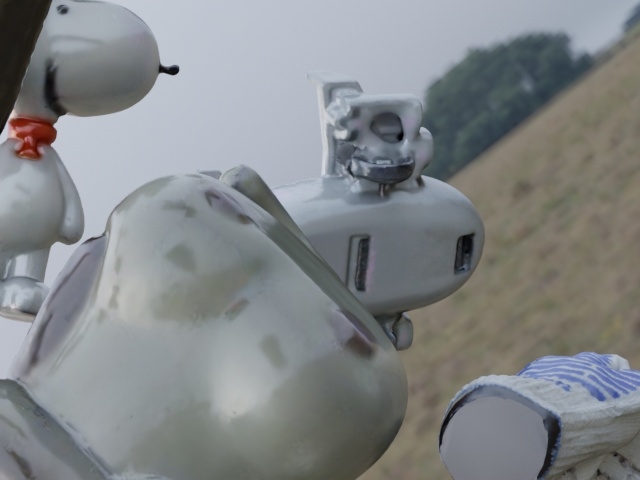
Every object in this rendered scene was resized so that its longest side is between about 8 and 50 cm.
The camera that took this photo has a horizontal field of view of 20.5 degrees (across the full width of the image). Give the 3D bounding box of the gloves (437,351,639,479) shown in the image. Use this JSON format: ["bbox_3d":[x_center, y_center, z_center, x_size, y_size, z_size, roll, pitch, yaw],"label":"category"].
[{"bbox_3d":[0.153,0.110,1.027,0.119,0.097,0.229,-39,-32,26],"label":"gloves"}]

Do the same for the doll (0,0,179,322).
[{"bbox_3d":[-0.234,-0.088,1.270,0.271,0.208,0.144,-65,6,-13],"label":"doll"}]

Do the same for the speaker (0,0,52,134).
[{"bbox_3d":[-0.147,-0.141,0.577,0.231,0.153,0.192,-111,43,-72],"label":"speaker"}]

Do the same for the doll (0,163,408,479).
[{"bbox_3d":[-0.111,0.120,1.051,0.370,0.215,0.226,-45,0,-12],"label":"doll"}]

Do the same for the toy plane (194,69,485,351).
[{"bbox_3d":[0.002,0.001,1.285,0.252,0.252,0.118,-38,29,-5],"label":"toy plane"}]
